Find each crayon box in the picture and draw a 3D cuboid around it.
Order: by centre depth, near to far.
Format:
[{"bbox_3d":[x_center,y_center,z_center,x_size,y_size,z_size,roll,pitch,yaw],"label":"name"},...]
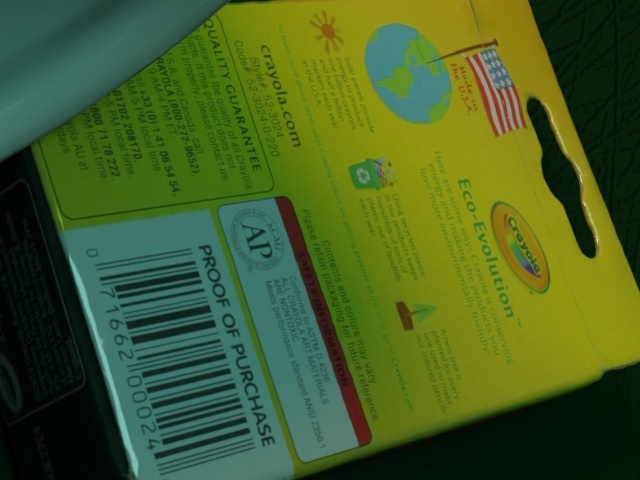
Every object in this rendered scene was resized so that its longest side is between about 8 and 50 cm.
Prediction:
[{"bbox_3d":[0.000,0.000,0.706,0.318,0.081,0.202,-10,77,-41],"label":"crayon box"}]

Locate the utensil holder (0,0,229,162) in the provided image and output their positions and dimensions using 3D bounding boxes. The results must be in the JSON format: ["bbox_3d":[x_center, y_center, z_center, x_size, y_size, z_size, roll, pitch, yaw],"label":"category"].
[{"bbox_3d":[-0.206,-0.218,0.440,0.327,0.327,0.385,-26,80,-44],"label":"utensil holder"}]
